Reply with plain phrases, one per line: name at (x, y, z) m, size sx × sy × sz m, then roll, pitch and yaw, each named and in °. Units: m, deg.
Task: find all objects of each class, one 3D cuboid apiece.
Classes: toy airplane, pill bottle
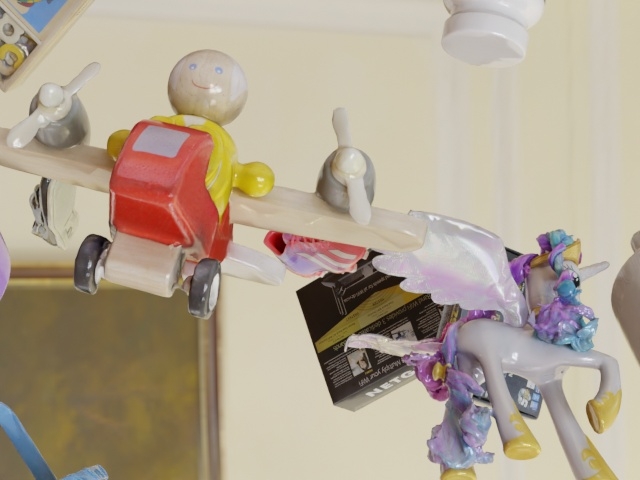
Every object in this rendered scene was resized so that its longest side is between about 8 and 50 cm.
toy airplane at (-0.130, -0.067, 1.597) m, size 0.384 × 0.386 × 0.272 m, roll 12°, pitch -90°, yaw 52°
pill bottle at (0.262, -0.397, 2.185) m, size 0.153 × 0.153 × 0.264 m, roll -26°, pitch -132°, yaw 65°

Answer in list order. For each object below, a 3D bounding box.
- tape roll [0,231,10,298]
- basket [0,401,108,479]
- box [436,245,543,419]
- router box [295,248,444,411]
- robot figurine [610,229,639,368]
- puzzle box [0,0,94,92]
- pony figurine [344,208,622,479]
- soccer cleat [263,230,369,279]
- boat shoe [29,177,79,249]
tape roll at (-0.563, 0.033, 2.002) m, size 0.090 × 0.275 × 0.274 m, roll 79°, pitch -9°, yaw -46°
basket at (-0.358, 0.324, 1.743) m, size 0.201 × 0.255 × 0.289 m, roll -42°, pitch -97°, yaw 15°
box at (0.266, 0.132, 2.214) m, size 0.059 × 0.183 × 0.232 m, roll -6°, pitch -115°, yaw 61°
router box at (0.128, 0.131, 2.671) m, size 0.309 × 0.081 × 0.243 m, roll -30°, pitch -120°, yaw 22°
robot figurine at (0.520, 0.124, 2.019) m, size 0.353 × 0.200 × 0.300 m, roll -105°, pitch -167°, yaw -53°
puzzle box at (-0.384, -0.428, 1.954) m, size 0.409 × 0.272 × 0.052 m, roll -44°, pitch -179°, yaw 24°
pony figurine at (0.217, 0.134, 1.896) m, size 0.302 × 0.351 × 0.363 m, roll 101°, pitch -9°, yaw -52°
soccer cleat at (0.000, 0.000, 2.070) m, size 0.083 × 0.095 × 0.248 m, roll -66°, pitch -164°, yaw -18°
boat shoe at (-0.448, -0.057, 2.449) m, size 0.084 × 0.079 × 0.233 m, roll -61°, pitch 175°, yaw -24°
